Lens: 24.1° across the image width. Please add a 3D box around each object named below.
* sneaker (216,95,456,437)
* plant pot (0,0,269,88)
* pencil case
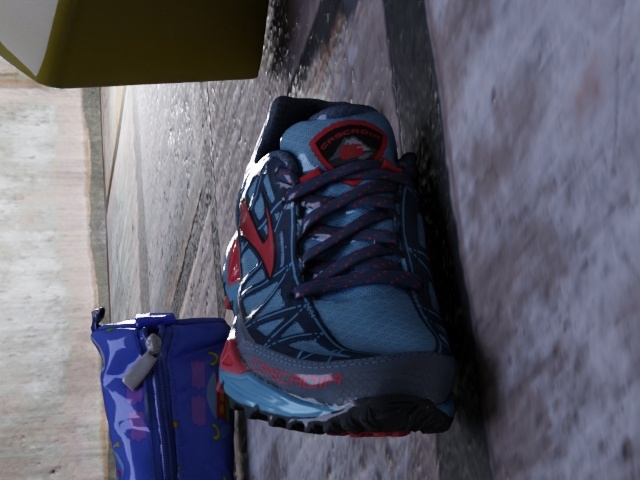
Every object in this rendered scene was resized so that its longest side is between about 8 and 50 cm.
[{"bbox_3d":[0.000,0.000,0.706,0.262,0.104,0.125,-120,33,-66],"label":"sneaker"},{"bbox_3d":[-0.156,-0.241,1.069,0.212,0.212,0.187,35,118,31],"label":"plant pot"},{"bbox_3d":[-0.125,0.203,1.253,0.133,0.119,0.306,72,-167,-75],"label":"pencil case"}]
